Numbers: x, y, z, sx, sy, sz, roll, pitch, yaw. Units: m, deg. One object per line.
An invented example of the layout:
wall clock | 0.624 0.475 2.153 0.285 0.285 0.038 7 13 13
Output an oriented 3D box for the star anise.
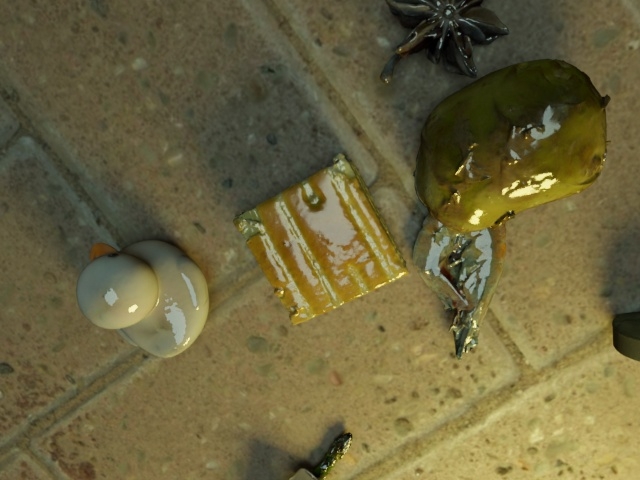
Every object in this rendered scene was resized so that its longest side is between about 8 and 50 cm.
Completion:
star anise | 0.190 -0.350 0.765 0.232 0.089 0.208 -19 87 3

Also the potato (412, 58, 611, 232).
potato | 0.290 -0.151 0.729 0.300 0.196 0.246 -34 86 7

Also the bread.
bread | 0.000 0.000 0.846 0.240 0.111 0.245 -26 98 10

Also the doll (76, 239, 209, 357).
doll | -0.327 0.107 0.852 0.221 0.221 0.250 -28 98 11

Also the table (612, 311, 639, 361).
table | 0.587 0.168 0.811 0.134 0.133 0.043 -7 102 7

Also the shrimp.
shrimp | 0.251 0.070 0.864 0.165 0.062 0.316 6 98 9

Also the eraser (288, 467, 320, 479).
eraser | -0.047 0.597 0.971 0.125 0.068 0.210 34 113 20

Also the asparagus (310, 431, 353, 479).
asparagus | 0.019 0.463 0.983 0.036 0.030 0.165 40 105 26
